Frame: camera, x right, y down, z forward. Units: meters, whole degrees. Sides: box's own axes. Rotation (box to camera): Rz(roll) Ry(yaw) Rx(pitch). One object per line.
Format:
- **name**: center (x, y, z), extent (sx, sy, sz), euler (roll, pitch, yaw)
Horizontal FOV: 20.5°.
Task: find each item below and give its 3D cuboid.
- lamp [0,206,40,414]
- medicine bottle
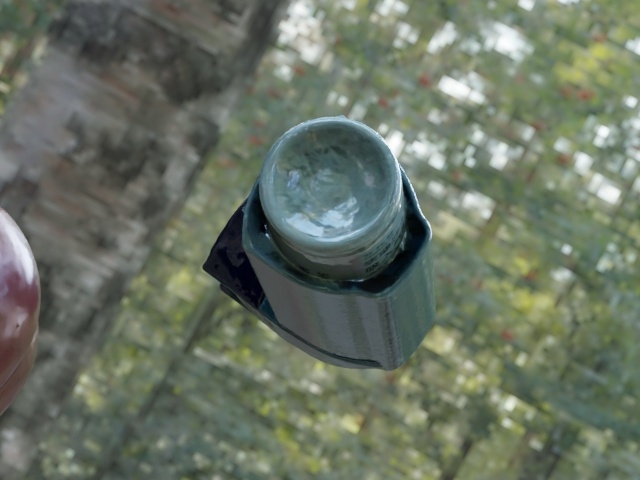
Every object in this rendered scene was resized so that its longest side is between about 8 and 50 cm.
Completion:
- **lamp**: center (-0.211, 0.023, 0.775), extent (0.182, 0.140, 0.182), euler (-1, -30, -1)
- **medicine bottle**: center (0.000, 0.000, 0.881), extent (0.124, 0.079, 0.258), euler (37, -9, 10)
